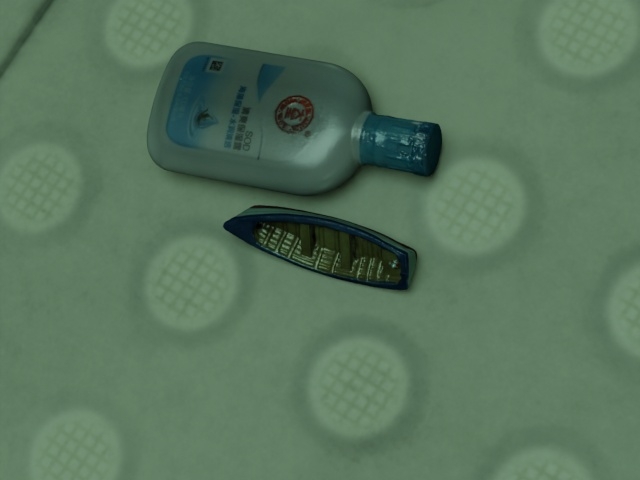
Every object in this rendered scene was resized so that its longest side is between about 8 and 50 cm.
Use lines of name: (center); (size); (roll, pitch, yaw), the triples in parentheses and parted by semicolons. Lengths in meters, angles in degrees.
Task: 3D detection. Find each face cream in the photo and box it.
face cream: (-0.028, -0.131, 2.059); (0.337, 0.080, 0.163); (12, 76, 20)

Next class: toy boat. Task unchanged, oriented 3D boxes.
toy boat: (0.000, 0.000, 2.022); (0.229, 0.080, 0.046); (15, 43, 23)
